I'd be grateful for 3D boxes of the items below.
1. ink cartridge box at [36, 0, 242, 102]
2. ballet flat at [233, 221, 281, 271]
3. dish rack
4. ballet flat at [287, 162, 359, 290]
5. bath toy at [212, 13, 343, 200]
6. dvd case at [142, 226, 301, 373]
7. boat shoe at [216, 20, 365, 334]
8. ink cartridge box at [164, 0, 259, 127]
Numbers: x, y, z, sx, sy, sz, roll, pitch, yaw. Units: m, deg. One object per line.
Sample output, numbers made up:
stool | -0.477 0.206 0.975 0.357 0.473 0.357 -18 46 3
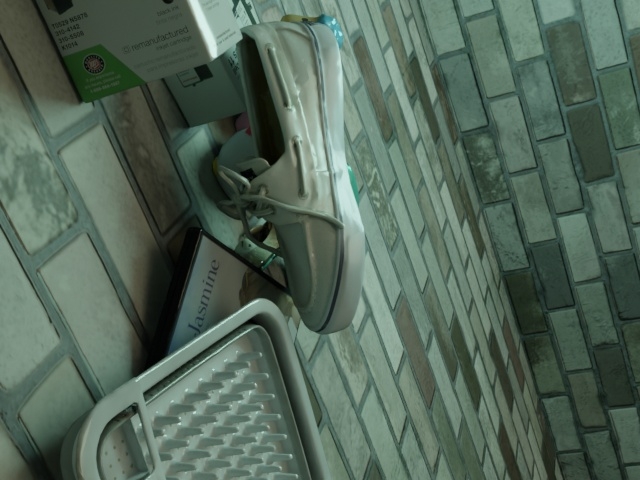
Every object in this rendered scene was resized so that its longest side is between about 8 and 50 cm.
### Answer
ink cartridge box | -0.197 -0.267 0.828 0.219 0.160 0.092 68 24 -21
ballet flat | -0.087 0.016 1.106 0.052 0.057 0.168 45 23 -2
dish rack | -0.112 0.234 0.835 0.333 0.072 0.286 -32 109 -57
ballet flat | 0.000 0.000 1.165 0.087 0.083 0.247 -63 166 -47
bath toy | -0.049 -0.189 1.182 0.348 0.129 0.151 -75 146 -47
dvd case | -0.101 0.113 0.978 0.253 0.022 0.180 41 60 -55
boat shoe | -0.050 -0.070 0.972 0.156 0.136 0.367 -6 93 -31
ink cartridge box | -0.147 -0.267 1.039 0.153 0.086 0.208 -73 145 -49
